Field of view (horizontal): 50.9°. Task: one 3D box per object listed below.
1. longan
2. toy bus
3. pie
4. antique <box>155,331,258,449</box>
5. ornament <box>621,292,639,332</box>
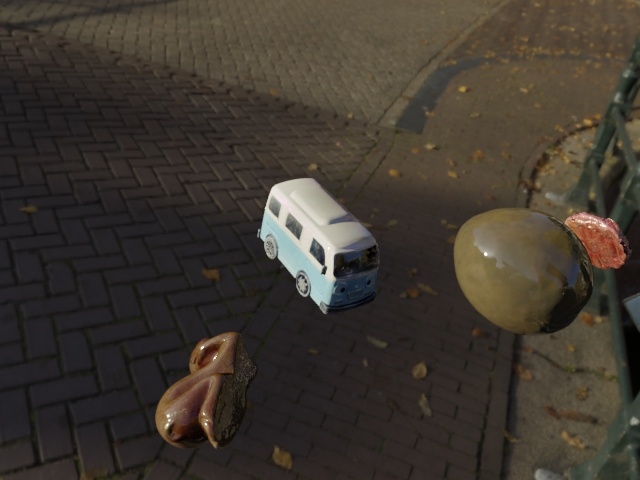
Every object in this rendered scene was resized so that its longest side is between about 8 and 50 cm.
[{"bbox_3d":[0.346,0.047,1.173,0.248,0.248,0.248,7,36,-5],"label":"longan"},{"bbox_3d":[0.000,0.000,0.597,0.060,0.075,0.123,-13,42,-32],"label":"toy bus"},{"bbox_3d":[0.570,0.000,1.384,0.038,0.153,0.153,-43,57,-17],"label":"pie"},{"bbox_3d":[-0.208,0.272,1.240,0.143,0.121,0.257,-8,36,21],"label":"antique"},{"bbox_3d":[0.684,0.079,1.210,0.120,0.285,0.130,50,30,11],"label":"ornament"}]
